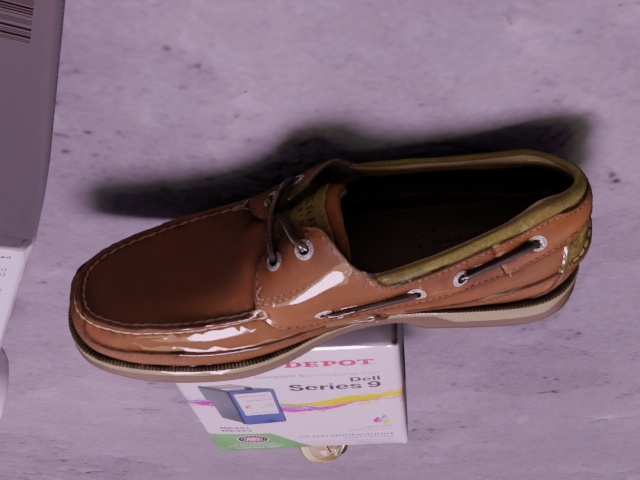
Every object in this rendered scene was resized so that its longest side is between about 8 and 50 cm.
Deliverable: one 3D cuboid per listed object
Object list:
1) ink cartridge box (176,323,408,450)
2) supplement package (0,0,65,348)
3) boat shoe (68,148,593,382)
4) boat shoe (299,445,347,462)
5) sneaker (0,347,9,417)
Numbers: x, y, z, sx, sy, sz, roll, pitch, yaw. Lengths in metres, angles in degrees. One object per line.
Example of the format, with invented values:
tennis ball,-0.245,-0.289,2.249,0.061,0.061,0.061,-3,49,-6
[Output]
ink cartridge box,-0.018,0.076,0.746,0.154,0.093,0.212,-3,151,4
supplement package,-0.187,-0.032,0.392,0.149,0.194,0.203,10,144,-20
boat shoe,0.000,0.000,0.600,0.307,0.111,0.104,-11,149,-3
boat shoe,0.003,0.164,0.960,0.048,0.056,0.153,-6,146,18
sneaker,-0.412,0.110,0.744,0.322,0.130,0.236,-13,155,32
